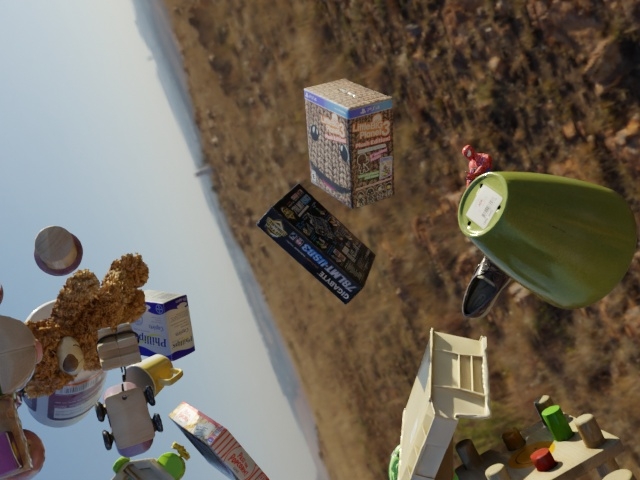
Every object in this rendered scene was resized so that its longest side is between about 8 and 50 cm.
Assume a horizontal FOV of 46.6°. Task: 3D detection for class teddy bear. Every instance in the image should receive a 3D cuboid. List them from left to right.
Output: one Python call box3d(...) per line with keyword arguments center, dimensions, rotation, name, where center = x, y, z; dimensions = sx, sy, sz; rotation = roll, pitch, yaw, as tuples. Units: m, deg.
box3d(center=(-0.423, 0.157, 1.388), dimensions=(0.113, 0.245, 0.338), rotation=(29, -161, 12), name="teddy bear")

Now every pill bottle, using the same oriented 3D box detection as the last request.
box3d(center=(-0.670, 0.335, 1.943), dimensions=(0.224, 0.224, 0.392), rotation=(66, 149, 24), name="pill bottle")

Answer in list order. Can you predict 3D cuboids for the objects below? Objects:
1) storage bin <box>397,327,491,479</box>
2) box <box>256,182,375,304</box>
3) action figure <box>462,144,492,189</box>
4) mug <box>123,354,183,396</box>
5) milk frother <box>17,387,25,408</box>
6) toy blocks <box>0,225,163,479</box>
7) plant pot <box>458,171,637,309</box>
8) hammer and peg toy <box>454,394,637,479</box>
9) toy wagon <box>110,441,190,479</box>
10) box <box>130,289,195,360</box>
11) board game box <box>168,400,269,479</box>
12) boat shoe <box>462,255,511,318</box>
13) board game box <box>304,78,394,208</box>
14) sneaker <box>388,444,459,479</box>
box3d(center=(0.254, 0.366, 1.542), dimensions=(0.260, 0.123, 0.262), rotation=(-75, -2, -58), name="storage bin")
box3d(center=(0.000, 0.000, 1.884), dimensions=(0.293, 0.073, 0.295), rotation=(41, -162, -3), name="box")
box3d(center=(0.441, -0.118, 1.962), dimensions=(0.280, 0.139, 0.091), rotation=(55, 152, -8), name="action figure")
box3d(center=(-0.256, 0.213, 1.156), dimensions=(0.078, 0.064, 0.062), rotation=(30, 119, 15), name="mug")
box3d(center=(-0.632, 0.279, 1.413), dimensions=(0.143, 0.135, 0.129), rotation=(160, 115, -71), name="milk frother")
box3d(center=(-0.375, 0.153, 0.890), dimensions=(0.260, 0.309, 0.288), rotation=(130, 124, -70), name="toy blocks")
box3d(center=(0.436, -0.029, 1.516), dimensions=(0.275, 0.294, 0.274), rotation=(-36, 43, 44), name="plant pot")
box3d(center=(0.394, 0.407, 1.322), dimensions=(0.127, 0.266, 0.361), rotation=(63, 175, -2), name="hammer and peg toy")
box3d(center=(-0.480, 0.715, 2.049), dimensions=(0.267, 0.344, 0.068), rotation=(35, 167, 23), name="toy wagon")
box3d(center=(-0.356, 0.188, 1.651), dimensions=(0.126, 0.072, 0.137), rotation=(3, 107, 36), name="box")
box3d(center=(-0.197, 0.394, 1.414), dimensions=(0.193, 0.045, 0.146), rotation=(9, 137, 55), name="board game box")
box3d(center=(0.512, 0.114, 2.240), dimensions=(0.103, 0.285, 0.092), rotation=(33, -163, 21), name="boat shoe")
box3d(center=(0.081, -0.272, 2.065), dimensions=(0.232, 0.141, 0.291), rotation=(36, 138, 50), name="board game box")
box3d(center=(0.326, 0.700, 1.999), dimensions=(0.483, 0.185, 0.202), rotation=(47, 171, -25), name="sneaker")
